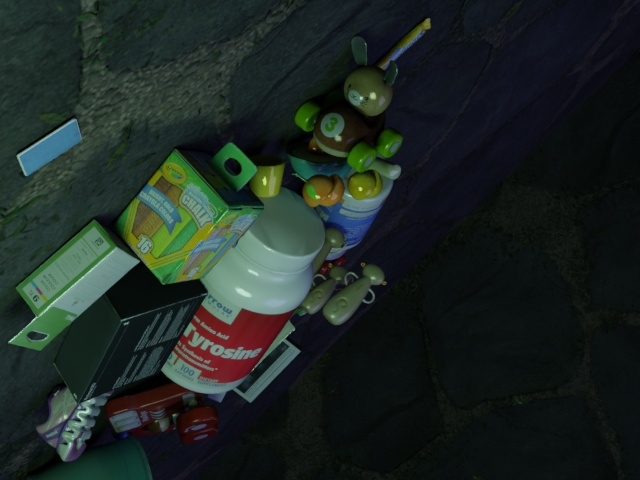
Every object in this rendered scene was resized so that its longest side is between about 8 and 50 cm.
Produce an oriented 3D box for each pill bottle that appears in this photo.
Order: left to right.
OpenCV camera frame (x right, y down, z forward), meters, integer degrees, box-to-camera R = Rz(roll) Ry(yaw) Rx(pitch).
[{"bbox_3d":[-0.157,0.092,1.730,0.229,0.229,0.408,-28,159,-48],"label":"pill bottle"},{"bbox_3d":[0.044,-0.073,1.967,0.152,0.152,0.272,-34,163,-34],"label":"pill bottle"}]

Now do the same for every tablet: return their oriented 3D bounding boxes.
[{"bbox_3d":[-0.327,-0.113,1.110,0.083,0.006,0.054,-38,165,-19],"label":"tablet"}]

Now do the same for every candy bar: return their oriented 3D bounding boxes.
[{"bbox_3d":[0.143,-0.351,1.701,0.161,0.018,0.040,-44,166,-2],"label":"candy bar"}]

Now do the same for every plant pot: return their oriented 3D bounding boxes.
[{"bbox_3d":[-0.539,0.605,2.109,0.255,0.272,0.272,-4,147,-27],"label":"plant pot"}]

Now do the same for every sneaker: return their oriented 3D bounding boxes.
[{"bbox_3d":[-0.469,0.299,1.773,0.236,0.104,0.095,-64,167,-12],"label":"sneaker"}]

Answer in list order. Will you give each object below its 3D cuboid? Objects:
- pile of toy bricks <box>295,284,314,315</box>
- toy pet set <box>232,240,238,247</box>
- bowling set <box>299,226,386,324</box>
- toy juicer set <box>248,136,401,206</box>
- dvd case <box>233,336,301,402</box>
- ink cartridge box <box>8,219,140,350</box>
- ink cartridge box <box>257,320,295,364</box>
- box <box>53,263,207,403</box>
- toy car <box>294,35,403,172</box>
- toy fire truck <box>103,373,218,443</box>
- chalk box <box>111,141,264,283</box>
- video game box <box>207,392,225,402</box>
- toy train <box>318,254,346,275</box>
[{"bbox_3d":[-0.089,0.122,2.070,0.212,0.105,0.118,-18,162,-41],"label":"pile of toy bricks"},{"bbox_3d":[-0.173,-0.039,1.514,0.122,0.114,0.065,-51,176,23],"label":"toy pet set"},{"bbox_3d":[-0.018,0.051,1.927,0.154,0.287,0.200,-44,176,-16],"label":"bowling set"},{"bbox_3d":[0.035,-0.144,1.652,0.329,0.209,0.090,-28,127,-52],"label":"toy juicer set"},{"bbox_3d":[-0.191,0.241,2.107,0.179,0.238,0.029,-46,-162,10],"label":"dvd case"},{"bbox_3d":[-0.381,0.068,1.377,0.209,0.062,0.109,-42,166,-3],"label":"ink cartridge box"},{"bbox_3d":[-0.162,0.172,1.965,0.181,0.225,0.056,-45,150,9],"label":"ink cartridge box"},{"bbox_3d":[-0.342,0.158,1.634,0.184,0.103,0.261,-19,153,-45],"label":"box"},{"bbox_3d":[0.068,-0.243,1.559,0.149,0.155,0.188,-31,152,-41],"label":"toy car"},{"bbox_3d":[-0.391,0.412,2.237,0.253,0.169,0.302,-14,158,-12],"label":"toy fire truck"},{"bbox_3d":[-0.188,-0.054,1.416,0.213,0.132,0.132,-49,165,17],"label":"chalk box"},{"bbox_3d":[-0.221,0.285,2.334,0.205,0.048,0.187,119,-7,-50],"label":"video game box"},{"bbox_3d":[0.000,0.000,2.176,0.143,0.105,0.248,-60,163,20],"label":"toy train"}]
